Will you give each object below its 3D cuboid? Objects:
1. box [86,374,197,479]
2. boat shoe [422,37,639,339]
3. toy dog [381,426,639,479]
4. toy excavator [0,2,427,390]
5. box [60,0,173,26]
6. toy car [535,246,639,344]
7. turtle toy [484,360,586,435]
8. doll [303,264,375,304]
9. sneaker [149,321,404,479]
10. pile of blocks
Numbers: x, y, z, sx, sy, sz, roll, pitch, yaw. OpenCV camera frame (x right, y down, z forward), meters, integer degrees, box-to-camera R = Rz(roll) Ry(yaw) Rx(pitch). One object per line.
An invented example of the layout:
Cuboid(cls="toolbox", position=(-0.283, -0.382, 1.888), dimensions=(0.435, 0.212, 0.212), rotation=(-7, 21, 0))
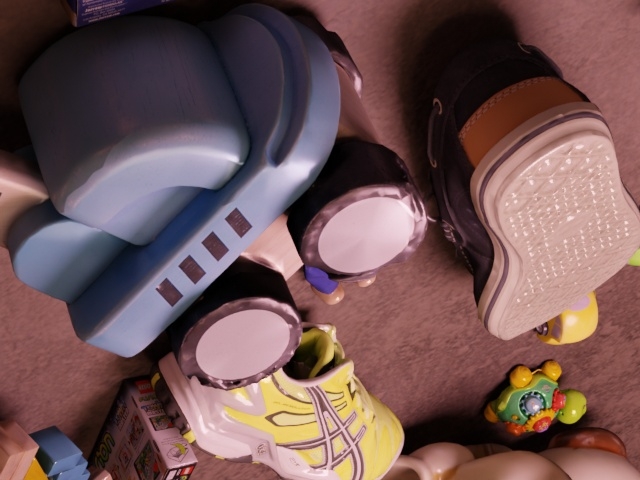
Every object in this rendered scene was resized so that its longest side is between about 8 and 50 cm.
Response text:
Cuboid(cls="box", position=(-0.194, 0.247, 1.948), dimensions=(0.036, 0.114, 0.207), rotation=(-8, 143, -33))
Cuboid(cls="boat shoe", position=(0.199, -0.042, 1.826), dimensions=(0.187, 0.156, 0.500), rotation=(-32, 156, -3))
Cuboid(cls="toy dog", position=(0.258, 0.347, 2.337), dimensions=(0.395, 0.284, 0.408), rotation=(-38, 157, 29))
Cuboid(cls="toy excavator", position=(-0.212, -0.045, 1.464), dimensions=(0.445, 0.222, 0.433), rotation=(28, 118, -40))
Cuboid(cls="box", position=(-0.118, -0.257, 1.353), dimensions=(0.136, 0.036, 0.225), rotation=(-18, 148, -21))
Cuboid(cls="toy car", position=(0.319, 0.031, 2.125), dimensions=(0.225, 0.053, 0.239), rotation=(-34, 149, 7))
Cuboid(cls="turtle toy", position=(0.270, 0.200, 2.318), dimensions=(0.130, 0.066, 0.095), rotation=(-6, 142, -35))
Cuboid(cls="doll", position=(0.000, 0.000, 1.818), dimensions=(0.129, 0.046, 0.189), rotation=(-29, 150, -4))
Cuboid(cls="sneaker", position=(-0.007, 0.170, 1.967), dimensions=(0.147, 0.145, 0.384), rotation=(-40, 149, 18))
Cuboid(cls="pile of blocks", position=(-0.299, 0.238, 1.869), dimensions=(0.149, 0.112, 0.362), rotation=(-40, 158, -21))
